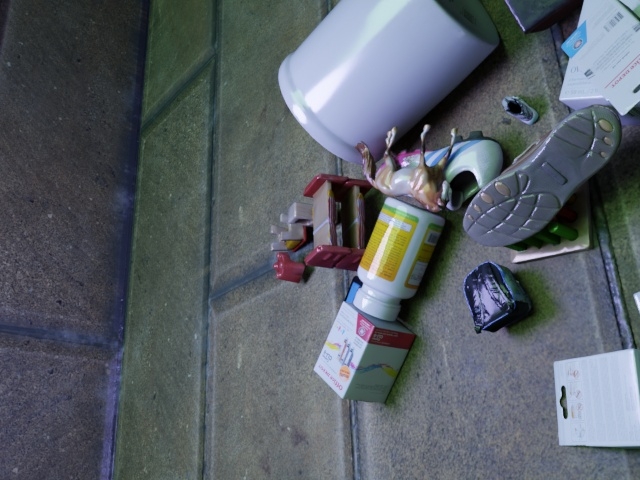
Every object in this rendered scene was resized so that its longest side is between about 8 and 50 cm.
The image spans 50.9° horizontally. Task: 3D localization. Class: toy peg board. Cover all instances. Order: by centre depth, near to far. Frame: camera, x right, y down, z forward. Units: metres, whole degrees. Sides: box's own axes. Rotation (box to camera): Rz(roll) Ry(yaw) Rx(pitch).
[{"bbox_3d":[0.396,-0.054,1.222,0.161,0.079,0.161,-17,64,48],"label":"toy peg board"}]

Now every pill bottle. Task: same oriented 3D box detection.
[{"bbox_3d":[0.161,0.042,1.446,0.136,0.136,0.246,31,102,53],"label":"pill bottle"}]

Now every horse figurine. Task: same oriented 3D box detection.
[{"bbox_3d":[0.177,-0.147,1.379,0.263,0.066,0.174,8,87,45],"label":"horse figurine"}]

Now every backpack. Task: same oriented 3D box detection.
[{"bbox_3d":[0.325,0.103,1.249,0.105,0.084,0.114,-42,52,35],"label":"backpack"}]

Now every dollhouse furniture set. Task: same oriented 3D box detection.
[{"bbox_3d":[0.000,0.000,1.702,0.374,0.152,0.201,138,136,-60],"label":"dollhouse furniture set"}]

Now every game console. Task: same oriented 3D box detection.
[{"bbox_3d":[0.065,0.160,1.577,0.085,0.124,0.144,23,97,27],"label":"game console"}]

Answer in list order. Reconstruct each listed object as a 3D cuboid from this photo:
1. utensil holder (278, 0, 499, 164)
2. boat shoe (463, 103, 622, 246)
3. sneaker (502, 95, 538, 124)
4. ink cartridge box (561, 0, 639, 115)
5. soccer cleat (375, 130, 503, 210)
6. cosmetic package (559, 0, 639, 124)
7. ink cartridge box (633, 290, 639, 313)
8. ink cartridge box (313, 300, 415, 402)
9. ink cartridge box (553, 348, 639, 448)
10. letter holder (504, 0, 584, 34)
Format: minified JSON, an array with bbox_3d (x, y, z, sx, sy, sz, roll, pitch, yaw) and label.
[{"bbox_3d":[0.146,-0.412,1.485,0.385,0.327,0.328,-42,47,34],"label":"utensil holder"},{"bbox_3d":[0.380,-0.105,1.148,0.123,0.116,0.324,48,127,1],"label":"boat shoe"},{"bbox_3d":[0.381,-0.270,1.332,0.038,0.069,0.098,-60,38,17],"label":"sneaker"},{"bbox_3d":[0.457,-0.270,1.007,0.104,0.060,0.180,-48,45,32],"label":"ink cartridge box"},{"bbox_3d":[0.235,-0.125,1.427,0.331,0.116,0.143,-15,62,49],"label":"soccer cleat"},{"bbox_3d":[0.541,-0.315,1.084,0.224,0.138,0.225,11,85,54],"label":"cosmetic package"},{"bbox_3d":[0.581,0.136,0.934,0.223,0.045,0.224,-35,52,41],"label":"ink cartridge box"},{"bbox_3d":[0.094,0.245,1.465,0.128,0.127,0.176,35,106,52],"label":"ink cartridge box"},{"bbox_3d":[0.454,0.257,1.076,0.179,0.045,0.145,142,133,-63],"label":"ink cartridge box"},{"bbox_3d":[0.500,-0.537,1.235,0.302,0.214,0.152,-33,84,41],"label":"letter holder"}]
